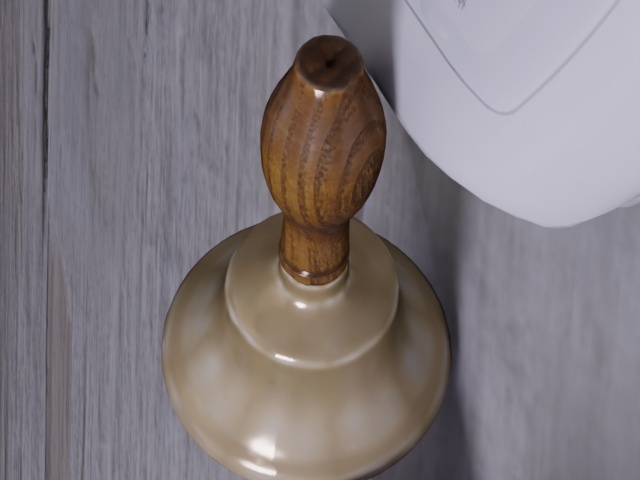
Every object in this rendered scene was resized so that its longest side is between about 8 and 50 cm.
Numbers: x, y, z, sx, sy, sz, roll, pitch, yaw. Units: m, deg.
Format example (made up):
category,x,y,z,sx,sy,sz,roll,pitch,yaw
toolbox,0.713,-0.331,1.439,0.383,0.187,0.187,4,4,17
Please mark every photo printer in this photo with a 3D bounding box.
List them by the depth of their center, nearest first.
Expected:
category,x,y,z,sx,sy,sz,roll,pitch,yaw
photo printer,0.057,-0.174,0.402,0.307,0.107,0.256,58,146,24

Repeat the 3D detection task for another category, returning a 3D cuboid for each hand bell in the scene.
category,x,y,z,sx,sy,sz,roll,pitch,yaw
hand bell,0.000,0.000,0.510,0.242,0.126,0.126,97,163,-66
